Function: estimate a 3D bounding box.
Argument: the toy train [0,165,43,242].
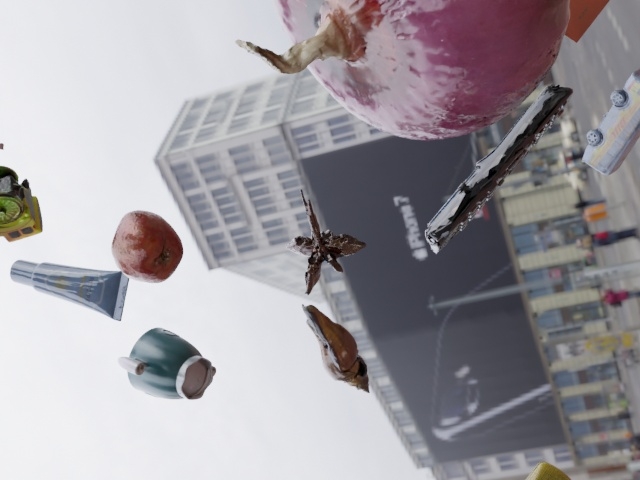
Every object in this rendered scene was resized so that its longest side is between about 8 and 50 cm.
[{"bbox_3d":[-0.677,-0.041,1.650,0.160,0.296,0.100,80,172,-59],"label":"toy train"}]

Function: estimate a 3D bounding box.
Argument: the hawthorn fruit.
[{"bbox_3d":[-0.289,0.012,1.462,0.128,0.128,0.128,-13,-90,-75],"label":"hawthorn fruit"}]

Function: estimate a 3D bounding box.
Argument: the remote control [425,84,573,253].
[{"bbox_3d":[0.342,-0.142,1.722,0.062,0.399,0.144,41,178,10],"label":"remote control"}]

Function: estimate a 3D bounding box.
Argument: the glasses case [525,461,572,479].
[{"bbox_3d":[0.311,0.457,1.375,0.079,0.234,0.064,37,171,13],"label":"glasses case"}]

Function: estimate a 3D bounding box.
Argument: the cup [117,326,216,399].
[{"bbox_3d":[-0.363,0.318,2.179,0.300,0.173,0.167,15,-91,-56],"label":"cup"}]

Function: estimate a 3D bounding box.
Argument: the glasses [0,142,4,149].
[{"bbox_3d":[-0.695,-0.172,1.723,0.162,0.095,0.255,89,-164,-51],"label":"glasses"}]

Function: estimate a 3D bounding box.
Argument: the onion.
[{"bbox_3d":[0.078,-0.265,0.959,0.358,0.345,0.358,53,-179,-2],"label":"onion"}]

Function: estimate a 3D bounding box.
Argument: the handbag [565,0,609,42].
[{"bbox_3d":[0.518,-0.535,1.910,0.190,0.127,0.063,30,-156,-13],"label":"handbag"}]

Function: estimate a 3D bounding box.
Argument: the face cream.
[{"bbox_3d":[-0.690,0.118,2.420,0.086,0.385,0.135,12,-92,-65],"label":"face cream"}]

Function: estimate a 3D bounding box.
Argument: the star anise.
[{"bbox_3d":[-0.008,-0.004,1.739,0.140,0.158,0.144,54,174,37],"label":"star anise"}]

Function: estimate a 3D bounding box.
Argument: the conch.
[{"bbox_3d":[0.033,0.230,1.789,0.232,0.086,0.080,59,-143,-35],"label":"conch"}]

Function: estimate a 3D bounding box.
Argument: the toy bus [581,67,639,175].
[{"bbox_3d":[0.518,-0.201,1.502,0.064,0.190,0.075,-27,-118,-40],"label":"toy bus"}]
